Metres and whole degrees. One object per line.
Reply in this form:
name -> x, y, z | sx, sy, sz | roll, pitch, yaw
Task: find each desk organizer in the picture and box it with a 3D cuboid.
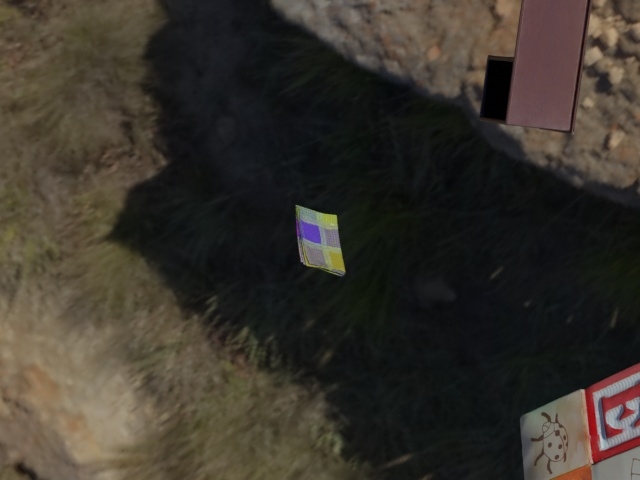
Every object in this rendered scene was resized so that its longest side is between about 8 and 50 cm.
desk organizer -> 0.145, -0.139, 0.820 | 0.047, 0.050, 0.130 | -151, 66, -69

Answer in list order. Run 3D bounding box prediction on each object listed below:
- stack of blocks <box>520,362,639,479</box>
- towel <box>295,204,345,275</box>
stack of blocks -> 0.186, 0.190, 0.517 | 0.087, 0.297, 0.171 | 28, 137, -32
towel -> 0.000, 0.000, 1.380 | 0.009, 0.060, 0.083 | -41, 44, 40
